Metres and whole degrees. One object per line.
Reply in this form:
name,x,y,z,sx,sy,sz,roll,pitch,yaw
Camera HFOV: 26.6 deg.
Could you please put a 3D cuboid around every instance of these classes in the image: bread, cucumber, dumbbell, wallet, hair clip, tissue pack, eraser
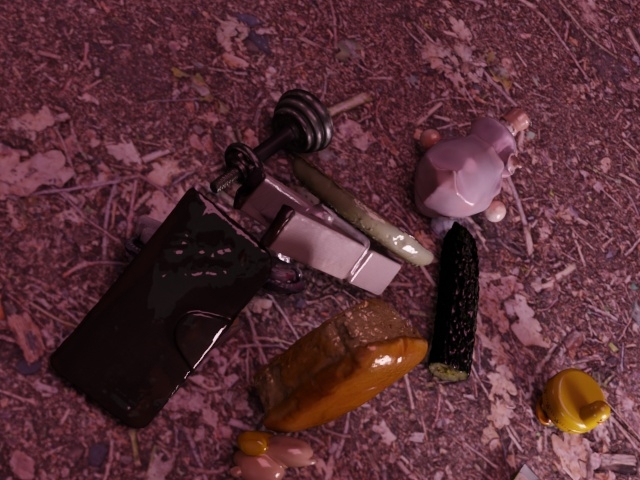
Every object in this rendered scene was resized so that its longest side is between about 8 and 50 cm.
bread,0.025,0.177,1.885,0.174,0.245,0.121,-13,72,-57
cucumber,0.219,0.090,2.173,0.072,0.072,0.300,23,54,-19
dumbbell,-0.079,-0.144,2.108,0.110,0.110,0.254,49,56,1
bread,0.060,-0.041,2.065,0.267,0.267,0.040,37,92,-9
wallet,-0.207,0.094,1.827,0.165,0.042,0.309,40,83,-8
hair clip,0.003,-0.004,1.978,0.101,0.085,0.331,38,7,36
tissue pack,-0.160,0.121,1.941,0.083,0.035,0.063,-32,78,-39
eraser,0.305,0.385,2.090,0.038,0.019,0.083,45,49,0

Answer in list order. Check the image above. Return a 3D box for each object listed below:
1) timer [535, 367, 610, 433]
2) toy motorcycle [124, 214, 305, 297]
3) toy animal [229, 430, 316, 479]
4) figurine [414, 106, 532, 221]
timer,0.413,0.256,2.173,0.107,0.109,0.107,15,56,-24
toy motorcycle,-0.149,0.023,1.951,0.260,0.110,0.171,13,16,-4
toy animal,-0.070,0.307,1.872,0.114,0.091,0.082,10,87,-13
figurine,0.260,-0.129,2.286,0.200,0.133,0.276,49,48,6
